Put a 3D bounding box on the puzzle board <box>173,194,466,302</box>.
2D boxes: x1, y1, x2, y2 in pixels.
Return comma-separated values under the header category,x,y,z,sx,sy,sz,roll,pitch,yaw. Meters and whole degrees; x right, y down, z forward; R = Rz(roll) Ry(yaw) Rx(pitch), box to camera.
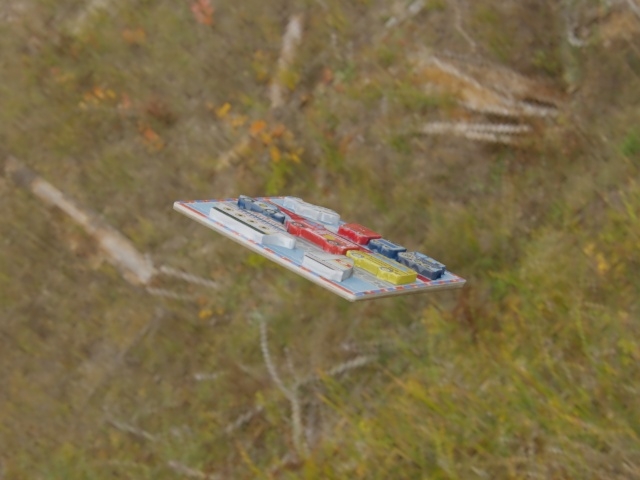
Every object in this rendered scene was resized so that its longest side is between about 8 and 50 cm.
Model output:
category,x,y,z,sx,sy,sz,roll,pitch,yaw
puzzle board,0.000,0.000,0.711,0.128,0.096,0.011,26,108,35
